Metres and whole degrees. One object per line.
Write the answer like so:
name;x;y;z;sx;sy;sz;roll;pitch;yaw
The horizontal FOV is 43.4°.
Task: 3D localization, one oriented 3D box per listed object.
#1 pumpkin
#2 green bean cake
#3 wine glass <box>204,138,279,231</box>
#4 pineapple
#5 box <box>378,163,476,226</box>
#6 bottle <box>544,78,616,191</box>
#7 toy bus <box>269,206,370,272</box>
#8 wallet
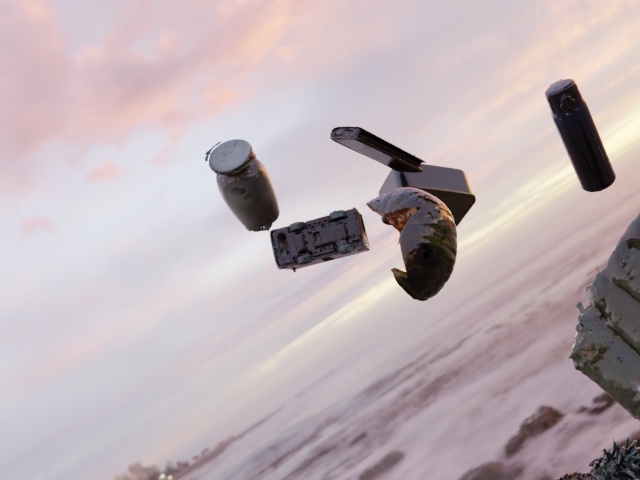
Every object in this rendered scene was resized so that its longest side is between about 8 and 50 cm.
pumpkin;0.150;-0.010;1.201;0.107;0.183;0.119;-35;-35;23
green bean cake;0.346;0.043;0.715;0.222;0.125;0.227;1;-58;-44
wine glass;-0.157;-0.112;1.688;0.111;0.111;0.204;-33;-44;-9
pineapple;0.476;0.435;1.400;0.221;0.083;0.103;-37;33;12
box;0.244;-0.104;1.877;0.201;0.090;0.144;4;-38;-19
bottle;0.516;-0.208;1.601;0.072;0.244;0.082;-24;28;17
toy bus;0.000;0.000;1.606;0.182;0.091;0.103;-15;-9;11
wallet;0.125;-0.192;1.711;0.110;0.198;0.031;10;80;56
